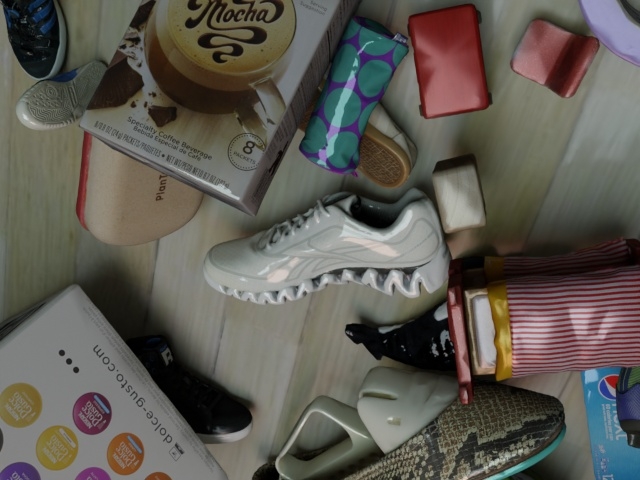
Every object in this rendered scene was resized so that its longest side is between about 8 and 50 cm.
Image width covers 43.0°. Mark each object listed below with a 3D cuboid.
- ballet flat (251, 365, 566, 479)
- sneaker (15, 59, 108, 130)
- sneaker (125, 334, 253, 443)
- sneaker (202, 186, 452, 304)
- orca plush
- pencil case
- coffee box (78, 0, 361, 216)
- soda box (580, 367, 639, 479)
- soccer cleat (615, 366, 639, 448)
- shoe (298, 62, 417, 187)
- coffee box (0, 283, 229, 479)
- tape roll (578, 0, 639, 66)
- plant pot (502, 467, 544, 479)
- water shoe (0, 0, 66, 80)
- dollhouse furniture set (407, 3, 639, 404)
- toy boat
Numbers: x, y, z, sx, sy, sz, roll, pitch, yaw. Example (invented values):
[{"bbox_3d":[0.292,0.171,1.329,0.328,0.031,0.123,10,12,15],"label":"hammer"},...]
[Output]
[{"bbox_3d":[0.065,0.260,1.014,0.182,0.164,0.483,51,129,0],"label":"ballet flat"},{"bbox_3d":[-0.311,-0.156,0.937,0.085,0.152,0.058,-20,113,31],"label":"sneaker"},{"bbox_3d":[-0.196,0.199,1.121,0.217,0.079,0.121,13,121,13],"label":"sneaker"},{"bbox_3d":[0.000,0.000,0.935,0.292,0.110,0.118,-6,127,13],"label":"sneaker"},{"bbox_3d":[0.164,0.106,0.946,0.287,0.102,0.151,-5,114,20],"label":"orca plush"},{"bbox_3d":[0.035,-0.144,0.818,0.070,0.064,0.151,18,107,-22],"label":"pencil case"},{"bbox_3d":[-0.077,-0.195,0.779,0.168,0.119,0.297,25,86,4],"label":"coffee box"},{"bbox_3d":[0.346,0.185,0.949,0.071,0.067,0.210,-6,114,20],"label":"soda box"},{"bbox_3d":[0.447,0.174,0.870,0.289,0.121,0.093,11,164,-17],"label":"soccer cleat"},{"bbox_3d":[0.018,-0.145,0.898,0.219,0.058,0.076,42,141,-1],"label":"shoe"},{"bbox_3d":[-0.399,0.314,1.045,0.338,0.334,0.337,-21,109,46],"label":"coffee box"},{"bbox_3d":[0.326,-0.251,0.727,0.189,0.080,0.188,8,117,15],"label":"tape roll"},{"bbox_3d":[0.184,0.423,1.021,0.275,0.275,0.293,35,99,-2],"label":"plant pot"},{"bbox_3d":[-0.344,-0.276,0.926,0.073,0.080,0.203,11,119,13],"label":"water shoe"},{"bbox_3d":[0.207,-0.047,0.784,0.202,0.152,0.373,-9,100,12],"label":"dollhouse furniture set"},{"bbox_3d":[-0.221,-0.107,0.954,0.151,0.151,0.231,50,137,33],"label":"toy boat"}]
